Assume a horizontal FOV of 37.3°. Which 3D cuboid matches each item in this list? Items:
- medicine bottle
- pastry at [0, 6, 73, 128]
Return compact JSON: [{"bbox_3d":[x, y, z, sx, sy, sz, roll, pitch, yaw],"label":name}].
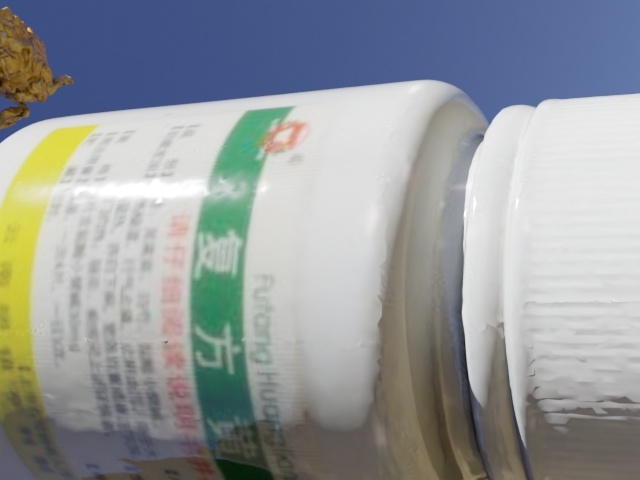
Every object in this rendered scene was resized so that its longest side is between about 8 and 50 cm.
[{"bbox_3d":[0.014,0.032,0.450,0.208,0.340,0.208,-2,-90,-65],"label":"medicine bottle"},{"bbox_3d":[-0.449,-0.250,1.292,0.102,0.154,0.250,-24,-29,14],"label":"pastry"}]
